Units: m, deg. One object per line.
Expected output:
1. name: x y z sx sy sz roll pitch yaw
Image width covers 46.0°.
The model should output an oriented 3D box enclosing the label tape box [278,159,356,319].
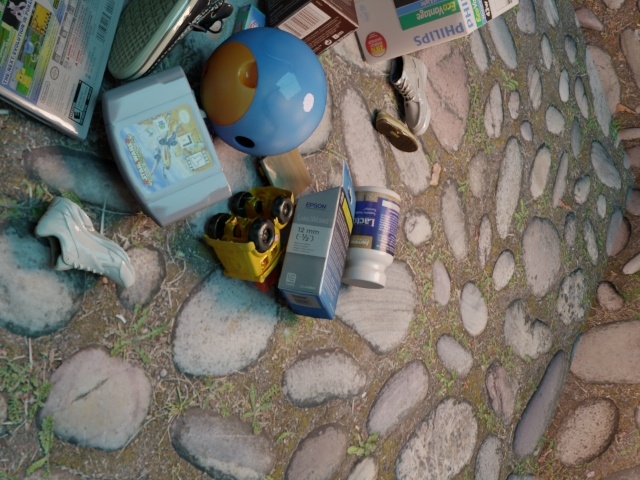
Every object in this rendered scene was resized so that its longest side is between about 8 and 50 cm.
1. label tape box: 0.000 0.000 1.896 0.249 0.115 0.347 67 31 -69

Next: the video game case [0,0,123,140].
1. video game case: -0.522 -0.399 1.425 0.300 0.036 0.329 33 64 -55

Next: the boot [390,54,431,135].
1. boot: 0.267 -0.457 2.332 0.123 0.095 0.258 14 66 -41

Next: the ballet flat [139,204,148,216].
1. ballet flat: -0.359 -0.145 1.617 0.070 0.070 0.188 -10 98 -48

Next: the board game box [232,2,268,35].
1. board game box: -0.135 -0.468 1.901 0.210 0.047 0.160 31 65 -43

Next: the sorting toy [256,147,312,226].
1. sorting toy: -0.093 -0.165 1.926 0.132 0.046 0.274 -44 118 -41

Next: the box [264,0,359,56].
1. box: -0.028 -0.606 1.902 0.167 0.168 0.203 22 51 -45

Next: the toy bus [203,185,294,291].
1. toy bus: -0.144 0.005 1.798 0.220 0.149 0.211 -53 138 -40

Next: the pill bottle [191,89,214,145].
1. pill bottle: -0.294 -0.227 1.658 0.108 0.108 0.193 -25 106 -47

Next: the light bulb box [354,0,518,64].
1. light bulb box: 0.328 -0.709 2.210 0.361 0.358 0.225 -39 113 -44

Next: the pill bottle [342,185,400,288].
1. pill bottle: 0.134 -0.006 2.091 0.153 0.153 0.264 22 70 -45

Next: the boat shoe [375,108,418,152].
1. boat shoe: 0.239 -0.340 2.308 0.190 0.068 0.072 36 46 -43

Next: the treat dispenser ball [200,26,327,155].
1. treat dispenser ball: -0.128 -0.336 1.710 0.288 0.288 0.288 5 84 -48

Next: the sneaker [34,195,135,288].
1. sneaker: -0.466 0.029 1.474 0.232 0.090 0.115 48 60 -24

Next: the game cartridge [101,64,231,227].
1. game cartridge: -0.323 -0.188 1.555 0.198 0.062 0.297 -29 108 -25

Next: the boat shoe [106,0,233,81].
1. boat shoe: -0.274 -0.518 1.627 0.500 0.187 0.156 -60 138 -21
